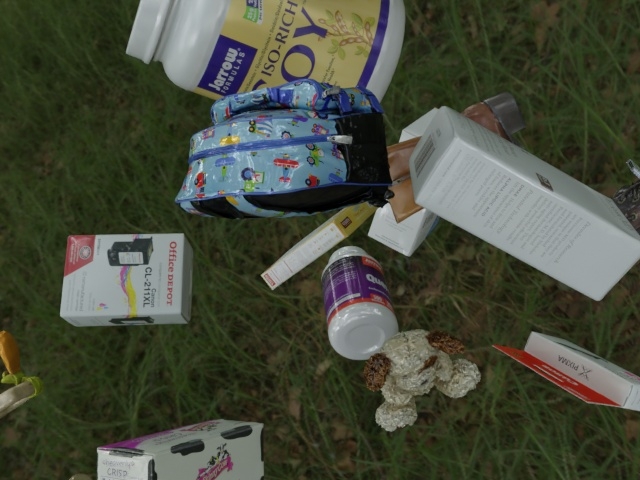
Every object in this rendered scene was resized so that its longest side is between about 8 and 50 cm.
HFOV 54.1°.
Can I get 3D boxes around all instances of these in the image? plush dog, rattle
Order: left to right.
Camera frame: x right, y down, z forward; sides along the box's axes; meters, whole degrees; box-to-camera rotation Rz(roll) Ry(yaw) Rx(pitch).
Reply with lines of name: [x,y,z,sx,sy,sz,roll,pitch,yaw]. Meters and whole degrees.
rattle: [-0.642,0.292,1.194,0.199,0.143,0.130,-33,14,22]
plush dog: [0.205,0.271,1.400,0.262,0.225,0.211,-26,58,-4]

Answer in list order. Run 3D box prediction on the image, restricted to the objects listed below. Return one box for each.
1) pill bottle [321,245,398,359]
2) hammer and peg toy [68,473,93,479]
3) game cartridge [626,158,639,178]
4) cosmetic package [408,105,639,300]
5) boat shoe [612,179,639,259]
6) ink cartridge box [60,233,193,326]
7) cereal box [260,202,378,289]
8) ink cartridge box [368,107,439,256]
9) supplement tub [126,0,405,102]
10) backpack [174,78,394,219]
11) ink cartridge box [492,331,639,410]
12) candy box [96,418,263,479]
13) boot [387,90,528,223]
pill bottle: [0.098,0.156,1.704,0.181,0.181,0.323,-36,31,18]
hammer and peg toy: [-0.199,0.453,0.929,0.266,0.361,0.127,41,114,44]
game cartridge: [0.874,-0.191,1.728,0.017,0.056,0.083,-43,9,29]
cosmetic package: [0.212,-0.042,0.664,0.086,0.231,0.117,-60,11,27]
boat shoe: [0.442,-0.037,0.862,0.102,0.285,0.092,-30,68,-22]
ink cartridge box: [-0.286,0.059,0.945,0.175,0.072,0.128,-2,70,-2]
cereal box: [0.000,0.000,1.306,0.240,0.047,0.173,-37,3,38]
ink cartridge box: [0.256,-0.150,1.578,0.129,0.223,0.308,28,126,17]
supplement tub: [-0.076,-0.298,0.871,0.241,0.331,0.241,-49,32,48]
backpack: [-0.041,-0.076,0.552,0.158,0.173,0.117,-2,96,41]
ink cartridge box: [0.552,0.274,1.360,0.275,0.238,0.060,30,101,57]
candy box: [-0.121,0.293,0.567,0.071,0.159,0.234,-4,82,29]
boot: [0.265,-0.100,1.158,0.280,0.264,0.096,-26,18,4]
